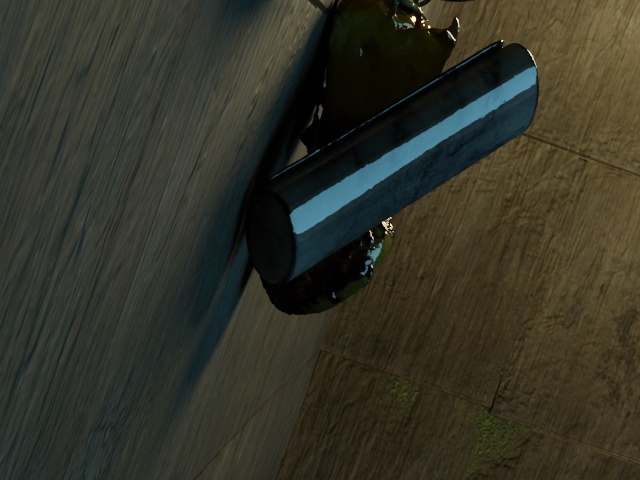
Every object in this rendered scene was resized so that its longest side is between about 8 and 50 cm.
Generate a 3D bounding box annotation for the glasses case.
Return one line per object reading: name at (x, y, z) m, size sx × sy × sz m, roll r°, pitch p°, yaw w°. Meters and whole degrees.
glasses case at (0.066, -0.068, 1.587) m, size 0.299 × 0.060 × 0.114 m, roll -32°, pitch 147°, yaw -30°

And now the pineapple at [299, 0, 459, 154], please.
pineapple at (0.048, -0.136, 1.695) m, size 0.236 × 0.114 × 0.186 m, roll 104°, pitch 9°, yaw -66°

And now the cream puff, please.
cream puff at (0.000, 0.000, 1.707) m, size 0.149 × 0.084 × 0.149 m, roll -34°, pitch -153°, yaw 21°
